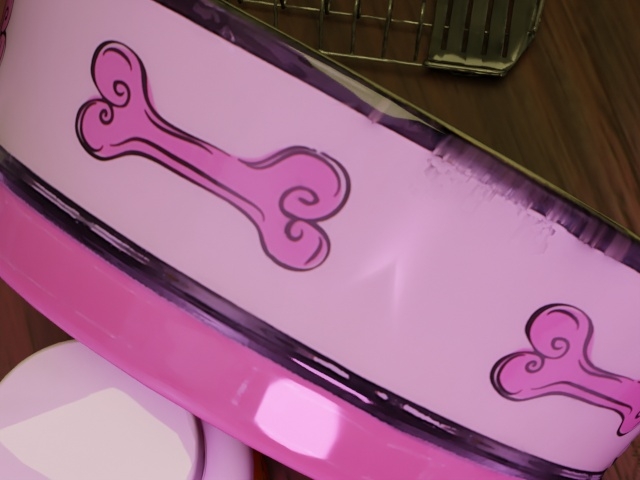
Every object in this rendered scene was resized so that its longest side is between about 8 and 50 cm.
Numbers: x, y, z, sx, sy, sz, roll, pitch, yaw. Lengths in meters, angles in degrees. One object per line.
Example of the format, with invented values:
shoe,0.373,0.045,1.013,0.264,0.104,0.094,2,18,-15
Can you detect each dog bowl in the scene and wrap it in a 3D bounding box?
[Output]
dog bowl,0.000,0.000,0.626,0.408,0.408,0.150,31,95,10

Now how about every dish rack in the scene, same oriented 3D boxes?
dish rack,0.029,-0.219,0.849,0.271,0.074,0.208,9,73,4

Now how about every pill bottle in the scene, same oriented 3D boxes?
pill bottle,-0.101,0.128,0.648,0.136,0.246,0.136,0,72,1
